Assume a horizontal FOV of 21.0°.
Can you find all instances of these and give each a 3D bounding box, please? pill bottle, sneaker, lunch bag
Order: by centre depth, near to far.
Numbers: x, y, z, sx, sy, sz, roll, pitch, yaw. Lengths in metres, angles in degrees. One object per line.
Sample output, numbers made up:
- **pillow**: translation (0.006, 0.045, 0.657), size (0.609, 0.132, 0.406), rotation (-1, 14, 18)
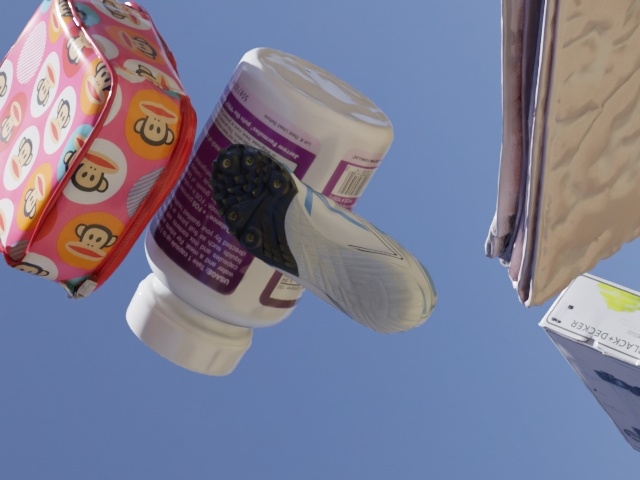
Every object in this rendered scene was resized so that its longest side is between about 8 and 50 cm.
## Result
- **sneaker**: translation (0.000, 0.000, 1.532), size (0.237, 0.085, 0.086), rotation (38, -169, 9)
- **lunch bag**: translation (-0.243, -0.090, 1.644), size (0.120, 0.258, 0.293), rotation (23, -157, -31)
- **pill bottle**: translation (-0.069, -0.023, 1.695), size (0.169, 0.301, 0.169), rotation (28, -163, -9)

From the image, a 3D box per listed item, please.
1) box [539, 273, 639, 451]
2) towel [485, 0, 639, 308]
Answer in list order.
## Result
- **box**: translation (0.402, 0.170, 2.066), size (0.087, 0.169, 0.290), rotation (-53, -50, -14)
- **towel**: translation (0.212, -0.158, 0.881), size (0.332, 0.053, 0.317), rotation (-33, -37, -27)
